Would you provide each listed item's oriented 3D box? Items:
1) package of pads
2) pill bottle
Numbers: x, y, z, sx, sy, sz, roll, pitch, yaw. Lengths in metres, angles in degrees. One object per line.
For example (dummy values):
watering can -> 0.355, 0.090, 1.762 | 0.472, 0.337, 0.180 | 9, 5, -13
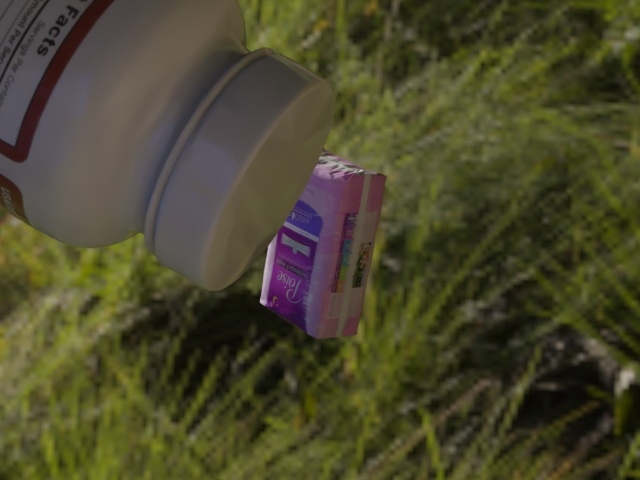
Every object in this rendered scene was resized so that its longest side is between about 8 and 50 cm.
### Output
package of pads -> 0.000, 0.000, 0.822 | 0.050, 0.032, 0.083 | 29, 116, 46
pill bottle -> -0.108, -0.073, 0.678 | 0.121, 0.216, 0.121 | -55, -13, -19
